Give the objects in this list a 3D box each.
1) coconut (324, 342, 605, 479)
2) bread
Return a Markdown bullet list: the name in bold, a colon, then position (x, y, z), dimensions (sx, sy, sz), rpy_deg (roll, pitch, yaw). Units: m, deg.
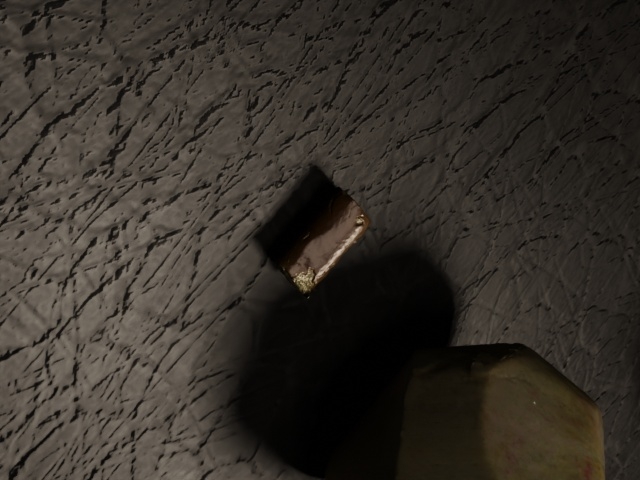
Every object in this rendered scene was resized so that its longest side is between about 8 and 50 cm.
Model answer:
- **coconut**: position (0.128, 0.214, 1.614), dimensions (0.259, 0.259, 0.259), rpy_deg (-29, 138, -30)
- **bread**: position (0.000, 0.000, 1.442), dimensions (0.083, 0.036, 0.047), rpy_deg (-48, 136, -4)
